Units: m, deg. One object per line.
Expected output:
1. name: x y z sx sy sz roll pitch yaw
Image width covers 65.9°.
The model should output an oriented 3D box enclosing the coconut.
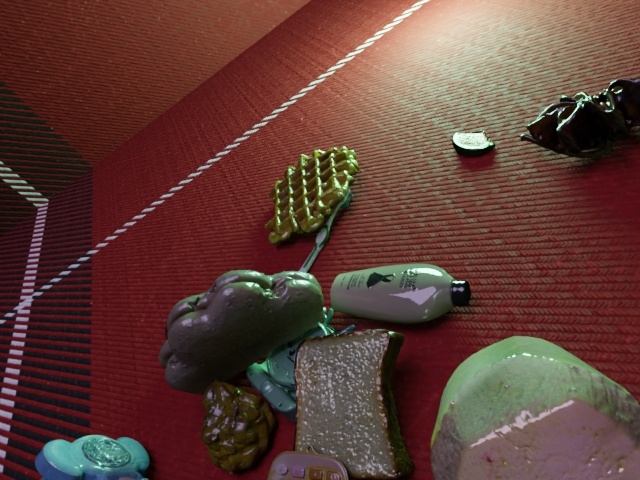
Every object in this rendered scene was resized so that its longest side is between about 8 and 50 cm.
1. coconut: 0.244 0.237 0.560 0.239 0.244 0.239 -1 86 15

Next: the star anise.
1. star anise: 0.505 -0.220 0.905 0.190 0.126 0.220 -35 10 3

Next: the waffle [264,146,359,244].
1. waffle: -0.035 -0.126 1.252 0.281 0.058 0.301 -15 43 38

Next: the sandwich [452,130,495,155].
1. sandwich: 0.340 -0.215 1.100 0.101 0.026 0.069 2 49 35

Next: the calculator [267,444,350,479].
1. calculator: -0.021 0.415 0.695 0.157 0.033 0.236 -9 66 32

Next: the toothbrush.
1. toothbrush: -0.001 -0.001 1.145 0.030 0.030 0.304 8 57 42

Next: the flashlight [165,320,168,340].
1. flashlight: -0.236 0.207 1.073 0.232 0.093 0.093 2 53 36

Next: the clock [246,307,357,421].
1. clock: -0.028 0.216 0.921 0.211 0.066 0.159 -49 40 -15

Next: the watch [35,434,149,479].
1. watch: -0.430 0.475 0.903 0.211 0.211 0.193 30 93 50

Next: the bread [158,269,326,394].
1. bread: -0.160 0.151 0.894 0.337 0.183 0.102 -32 46 8

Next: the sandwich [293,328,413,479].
1. sandwich: 0.045 0.253 0.767 0.186 0.065 0.215 -15 67 27

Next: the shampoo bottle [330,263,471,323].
1. shampoo bottle: 0.144 0.095 0.896 0.257 0.078 0.127 -3 40 32

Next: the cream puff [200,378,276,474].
1. cream puff: -0.159 0.323 0.876 0.146 0.116 0.146 -21 38 18
